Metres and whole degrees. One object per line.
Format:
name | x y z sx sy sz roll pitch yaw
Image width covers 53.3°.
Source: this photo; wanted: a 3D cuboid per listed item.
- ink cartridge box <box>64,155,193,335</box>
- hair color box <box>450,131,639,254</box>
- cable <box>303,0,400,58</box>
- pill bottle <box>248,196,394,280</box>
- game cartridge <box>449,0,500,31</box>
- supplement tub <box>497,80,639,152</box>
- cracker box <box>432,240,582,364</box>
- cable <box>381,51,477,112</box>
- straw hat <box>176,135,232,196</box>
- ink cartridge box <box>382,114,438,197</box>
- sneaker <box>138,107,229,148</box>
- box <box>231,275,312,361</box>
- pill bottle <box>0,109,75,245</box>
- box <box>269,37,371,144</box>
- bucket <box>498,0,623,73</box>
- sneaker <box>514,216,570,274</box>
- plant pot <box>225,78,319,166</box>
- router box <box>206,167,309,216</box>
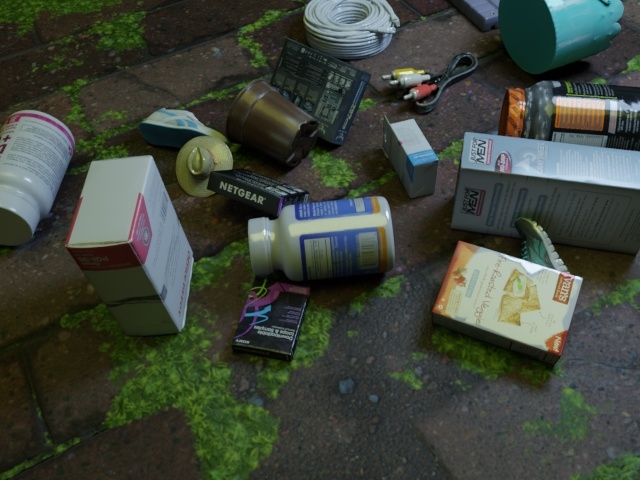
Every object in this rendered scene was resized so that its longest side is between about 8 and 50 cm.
ink cartridge box | -0.335 0.018 1.169 0.117 0.283 0.207 -5 50 4
hair color box | 0.462 -0.094 1.275 0.375 0.185 0.113 8 52 10
cable | 0.081 -0.613 1.795 0.257 0.089 0.257 -7 49 -2
pill bottle | 0.000 0.000 1.248 0.272 0.152 0.152 -5 50 -1
game cartridge | 0.578 -0.739 1.890 0.355 0.068 0.230 -20 56 -13
supplement tub | 0.564 -0.233 1.372 0.338 0.207 0.207 7 51 9
cracker box | 0.339 0.111 1.167 0.232 0.067 0.155 18 68 17
cable | 0.305 -0.415 1.626 0.287 0.072 0.139 -26 59 -17
straw hat | -0.269 -0.174 1.425 0.145 0.061 0.144 -1 82 8
ink cartridge box | 0.198 -0.196 1.428 0.062 0.104 0.181 -14 51 -9
sneaker | -0.317 -0.266 1.532 0.229 0.087 0.092 18 50 15
box | -0.090 0.145 1.212 0.116 0.029 0.162 8 52 10
pill bottle | -0.655 -0.138 1.396 0.161 0.160 0.283 -1 50 3
box | -0.015 -0.359 1.535 0.233 0.183 0.059 30 16 26
bucket | 0.595 -0.569 1.618 0.183 0.281 0.281 -24 53 -11
sneaker | 0.414 0.033 1.235 0.076 0.065 0.166 -26 72 -3
plant pot | -0.104 -0.261 1.476 0.165 0.167 0.167 33 59 17
router box | -0.133 -0.107 1.369 0.179 0.046 0.133 21 17 21
